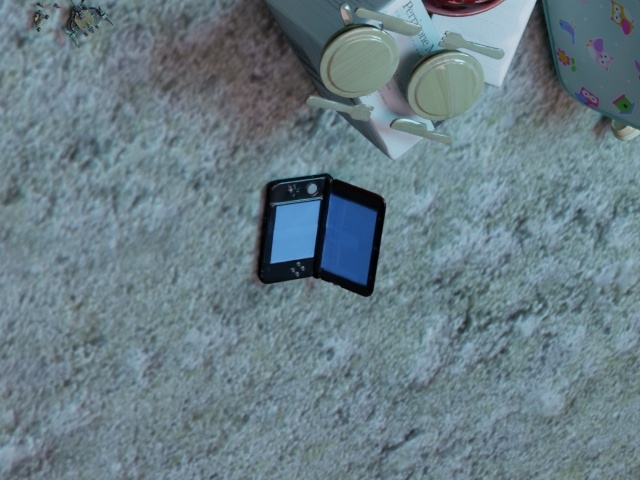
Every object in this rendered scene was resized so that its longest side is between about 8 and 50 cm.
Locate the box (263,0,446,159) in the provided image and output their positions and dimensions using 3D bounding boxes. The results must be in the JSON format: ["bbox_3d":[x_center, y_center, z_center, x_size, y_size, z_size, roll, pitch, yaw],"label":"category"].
[{"bbox_3d":[0.049,-0.219,1.748,0.119,0.182,0.181,-38,131,-5],"label":"box"}]

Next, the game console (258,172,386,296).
[{"bbox_3d":[0.000,0.000,1.919,0.124,0.085,0.144,-9,122,-28],"label":"game console"}]

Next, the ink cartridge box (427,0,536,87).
[{"bbox_3d":[0.198,-0.297,1.843,0.109,0.062,0.209,19,109,-6],"label":"ink cartridge box"}]

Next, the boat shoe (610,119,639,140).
[{"bbox_3d":[0.429,-0.213,2.074,0.059,0.063,0.170,33,89,-38],"label":"boat shoe"}]

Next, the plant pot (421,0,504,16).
[{"bbox_3d":[0.155,-0.342,1.685,0.191,0.191,0.174,-40,172,-4],"label":"plant pot"}]

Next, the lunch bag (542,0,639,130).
[{"bbox_3d":[0.368,-0.274,1.890,0.108,0.224,0.279,-37,134,-23],"label":"lunch bag"}]

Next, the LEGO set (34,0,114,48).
[{"bbox_3d":[-0.261,-0.235,1.656,0.083,0.023,0.054,21,104,-25],"label":"LEGO set"}]

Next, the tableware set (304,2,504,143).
[{"bbox_3d":[0.083,-0.182,1.648,0.194,0.039,0.128,13,125,-29],"label":"tableware set"}]
